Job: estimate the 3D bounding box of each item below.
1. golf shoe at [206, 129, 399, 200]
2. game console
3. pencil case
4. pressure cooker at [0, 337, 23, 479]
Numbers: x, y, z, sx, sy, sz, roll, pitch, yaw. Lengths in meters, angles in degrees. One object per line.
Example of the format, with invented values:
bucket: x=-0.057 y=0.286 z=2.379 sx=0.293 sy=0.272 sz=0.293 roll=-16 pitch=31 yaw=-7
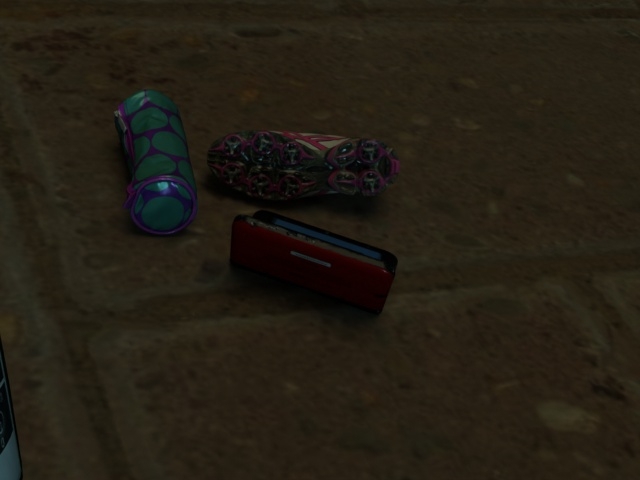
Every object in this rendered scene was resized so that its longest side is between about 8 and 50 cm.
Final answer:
golf shoe: x=-0.020 y=-0.073 z=1.142 sx=0.186 sy=0.067 sz=0.086 roll=4 pitch=6 yaw=-9
game console: x=0.000 y=0.000 z=1.029 sx=0.144 sy=0.124 sz=0.085 roll=18 pitch=63 yaw=3
pencil case: x=-0.155 y=-0.074 z=1.079 sx=0.070 sy=0.064 sz=0.152 roll=16 pitch=33 yaw=-28
pressure cooker: x=-0.331 y=0.098 z=0.515 sx=0.370 sy=0.420 sz=0.375 roll=-12 pitch=11 yaw=-24
